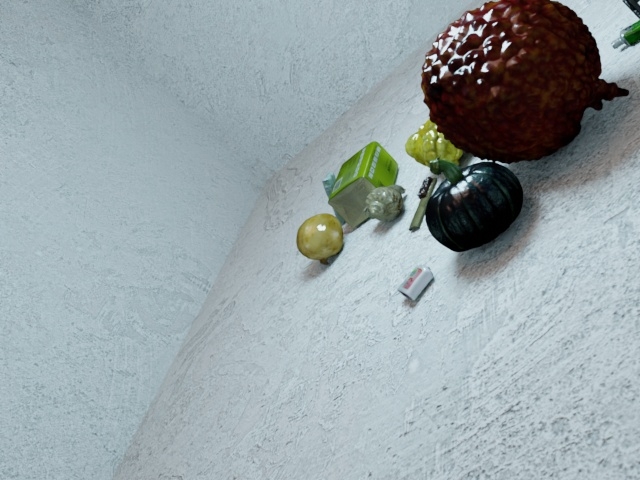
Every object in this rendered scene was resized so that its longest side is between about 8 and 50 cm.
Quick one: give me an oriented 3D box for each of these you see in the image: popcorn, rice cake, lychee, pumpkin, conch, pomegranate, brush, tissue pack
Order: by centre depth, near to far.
[{"bbox_3d":[0.358,-0.111,1.453,0.248,0.248,0.248,-42,18,17],"label":"pumpkin"},{"bbox_3d":[0.501,-0.397,1.482,0.501,0.424,0.424,9,48,22],"label":"lychee"},{"bbox_3d":[0.325,-0.124,1.903,0.043,0.036,0.247,-34,21,48],"label":"brush"},{"bbox_3d":[0.379,-0.325,1.932,0.203,0.200,0.225,-3,67,25],"label":"popcorn"},{"bbox_3d":[0.219,-0.135,2.021,0.155,0.130,0.207,-13,22,40],"label":"conch"},{"bbox_3d":[0.000,0.000,2.201,0.196,0.196,0.196,-42,18,17],"label":"pomegranate"},{"bbox_3d":[0.167,-0.217,2.256,0.200,0.167,0.274,-33,21,34],"label":"tissue pack"},{"bbox_3d":[0.061,-0.169,2.345,0.040,0.226,0.085,-8,36,20],"label":"rice cake"}]

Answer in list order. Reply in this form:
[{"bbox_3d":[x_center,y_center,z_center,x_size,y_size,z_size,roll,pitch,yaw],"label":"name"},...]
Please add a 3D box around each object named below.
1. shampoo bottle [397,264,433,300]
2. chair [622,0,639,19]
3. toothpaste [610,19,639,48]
[{"bbox_3d":[0.254,0.107,1.556,0.099,0.043,0.072,-50,18,-7],"label":"shampoo bottle"},{"bbox_3d":[0.869,-0.575,1.444,0.155,0.260,0.141,-40,-25,29],"label":"chair"},{"bbox_3d":[0.892,-0.591,1.557,0.248,0.047,0.078,-32,29,36],"label":"toothpaste"}]
